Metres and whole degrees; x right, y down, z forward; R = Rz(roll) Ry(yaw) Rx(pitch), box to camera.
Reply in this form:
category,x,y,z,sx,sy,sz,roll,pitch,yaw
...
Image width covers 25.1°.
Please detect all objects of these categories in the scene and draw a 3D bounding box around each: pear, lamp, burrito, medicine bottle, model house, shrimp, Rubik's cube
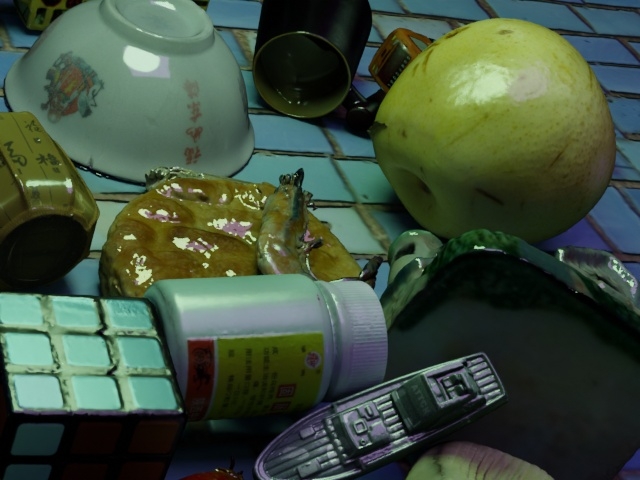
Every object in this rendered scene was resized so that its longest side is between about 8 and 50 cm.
category,x,y,z,sx,sy,sz,roll,pitch,yaw
pear,0.227,-0.134,1.874,0.309,0.309,0.309,15,33,-10
lamp,-0.331,-0.044,1.542,0.161,0.161,0.185,-6,44,-36
burrito,-0.125,-0.059,1.780,0.188,0.045,0.058,8,39,-22
medicine bottle,-0.060,0.103,1.410,0.225,0.139,0.139,-2,39,-23
model house,0.209,0.092,1.569,0.298,0.243,0.284,32,21,-10
shrimp,0.000,0.000,1.626,0.152,0.046,0.219,21,37,-15
Rubik's cube,-0.229,0.156,1.301,0.160,0.163,0.162,4,40,-25

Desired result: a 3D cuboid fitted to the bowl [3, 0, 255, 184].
category,x,y,z,sx,sy,sz,roll,pitch,yaw
bowl,-0.226,-0.230,1.870,0.345,0.157,0.345,16,33,-11

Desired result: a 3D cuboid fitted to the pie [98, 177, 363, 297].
category,x,y,z,sx,sy,sz,roll,pitch,yaw
pie,-0.091,0.046,1.620,0.339,0.083,0.339,17,34,-12

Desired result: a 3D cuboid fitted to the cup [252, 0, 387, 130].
category,x,y,z,sx,sy,sz,roll,pitch,yaw
cup,0.020,-0.269,2.065,0.239,0.166,0.177,17,36,-5

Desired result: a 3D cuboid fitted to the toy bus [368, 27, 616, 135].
category,x,y,z,sx,sy,sz,roll,pitch,yaw
toy bus,0.257,-0.204,2.101,0.408,0.093,0.092,16,33,-32

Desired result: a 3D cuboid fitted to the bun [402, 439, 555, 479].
category,x,y,z,sx,sy,sz,roll,pitch,yaw
bun,0.164,0.290,1.376,0.222,0.128,0.222,24,15,-7

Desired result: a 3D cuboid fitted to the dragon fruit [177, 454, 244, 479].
category,x,y,z,sx,sy,sz,roll,pitch,yaw
dragon fruit,-0.097,0.259,1.288,0.125,0.125,0.246,8,15,8

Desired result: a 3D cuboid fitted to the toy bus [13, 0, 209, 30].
category,x,y,z,sx,sy,sz,roll,pitch,yaw
toy bus,-0.327,-0.360,2.030,0.335,0.123,0.121,-1,40,-30

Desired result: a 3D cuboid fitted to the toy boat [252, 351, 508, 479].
category,x,y,z,sx,sy,sz,roll,pitch,yaw
toy boat,0.055,0.177,1.384,0.260,0.085,0.078,-21,67,-11
